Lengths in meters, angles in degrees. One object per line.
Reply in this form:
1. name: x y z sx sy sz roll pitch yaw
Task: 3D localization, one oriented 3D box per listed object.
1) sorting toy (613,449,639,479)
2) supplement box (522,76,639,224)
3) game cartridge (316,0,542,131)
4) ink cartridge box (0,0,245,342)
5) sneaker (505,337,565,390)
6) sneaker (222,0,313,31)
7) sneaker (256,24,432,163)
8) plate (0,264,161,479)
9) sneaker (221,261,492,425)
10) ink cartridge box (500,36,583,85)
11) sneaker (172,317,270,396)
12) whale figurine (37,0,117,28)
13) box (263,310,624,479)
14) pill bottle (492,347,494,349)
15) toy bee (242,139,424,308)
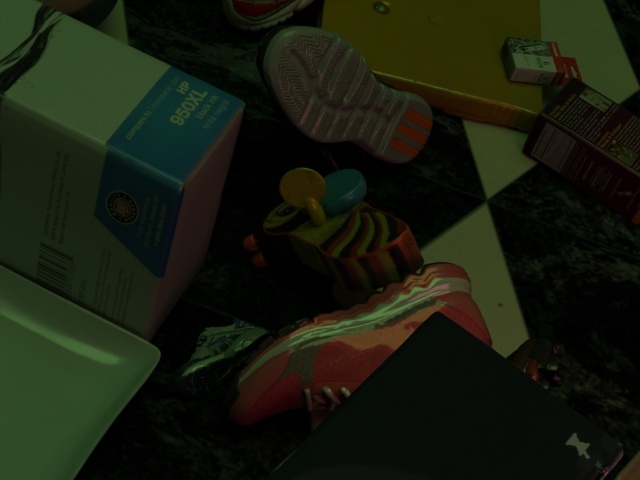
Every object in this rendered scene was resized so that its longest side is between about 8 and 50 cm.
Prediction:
1. sorting toy: 0.453 0.301 1.740 0.208 0.038 0.193 42 51 14
2. supplement box: 0.382 -0.122 2.047 0.188 0.081 0.104 34 50 12
3. game cartridge: 0.154 -0.294 2.153 0.323 0.053 0.285 14 48 -8
4. ink cartridge box: -0.311 -0.097 1.675 0.394 0.285 0.166 27 48 6
5. sneaker: 0.154 0.208 1.630 0.135 0.097 0.276 30 81 26
6. sneaker: -0.023 -0.395 2.086 0.279 0.118 0.107 -40 51 -22
7. sneaker: -0.011 -0.195 1.906 0.180 0.125 0.321 31 1 39
8. plate: -0.352 0.158 1.608 0.278 0.045 0.277 27 49 6
9. sneaker: 0.045 0.141 1.653 0.313 0.116 0.136 -26 68 -8
10. ink cartridge box: 0.312 -0.247 2.112 0.115 0.029 0.063 4 50 -16
11. sneaker: -0.121 0.128 1.707 0.058 0.052 0.135 35 41 27
12. whale figurine: -0.387 -0.324 1.976 0.272 0.141 0.216 -19 54 0
13. box: 0.052 0.314 1.360 0.212 0.395 0.293 37 50 15
14. pill bottle: 0.172 0.161 1.737 0.086 0.086 0.152 -18 58 -29
15. toy bee: 0.000 0.000 1.798 0.162 0.298 0.195 -32 99 -6
